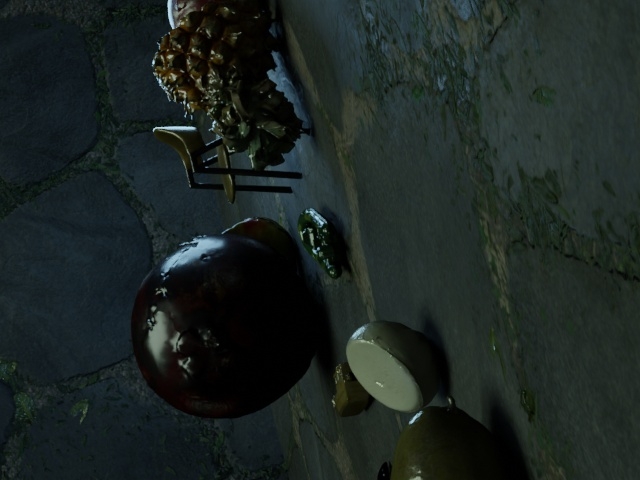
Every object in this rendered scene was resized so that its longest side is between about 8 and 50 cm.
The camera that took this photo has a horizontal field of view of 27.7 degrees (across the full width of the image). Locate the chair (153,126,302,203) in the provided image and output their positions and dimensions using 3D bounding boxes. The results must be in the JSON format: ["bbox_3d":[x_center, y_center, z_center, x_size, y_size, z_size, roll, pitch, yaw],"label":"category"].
[{"bbox_3d":[-0.178,-0.157,2.474,0.159,0.247,0.172,132,123,-78],"label":"chair"}]

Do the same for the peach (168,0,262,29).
[{"bbox_3d":[-0.195,-0.445,2.431,0.197,0.197,0.197,167,90,-80],"label":"peach"}]

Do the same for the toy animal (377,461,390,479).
[{"bbox_3d":[0.111,0.496,2.211,0.179,0.116,0.218,32,111,38],"label":"toy animal"}]

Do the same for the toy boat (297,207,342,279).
[{"bbox_3d":[0.000,0.000,2.239,0.210,0.052,0.104,-137,33,-71],"label":"toy boat"}]

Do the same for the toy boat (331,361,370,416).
[{"bbox_3d":[0.052,0.258,2.268,0.200,0.057,0.077,105,156,-70],"label":"toy boat"}]

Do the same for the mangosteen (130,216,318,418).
[{"bbox_3d":[-0.172,0.157,2.610,0.381,0.421,0.381,16,122,28],"label":"mangosteen"}]

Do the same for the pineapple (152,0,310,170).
[{"bbox_3d":[-0.131,-0.249,2.270,0.272,0.262,0.262,57,161,31],"label":"pineapple"}]

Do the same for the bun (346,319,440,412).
[{"bbox_3d":[0.108,0.157,1.741,0.138,0.094,0.138,31,149,22],"label":"bun"}]

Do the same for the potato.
[{"bbox_3d":[0.152,0.304,1.508,0.174,0.159,0.251,13,108,52],"label":"potato"}]
